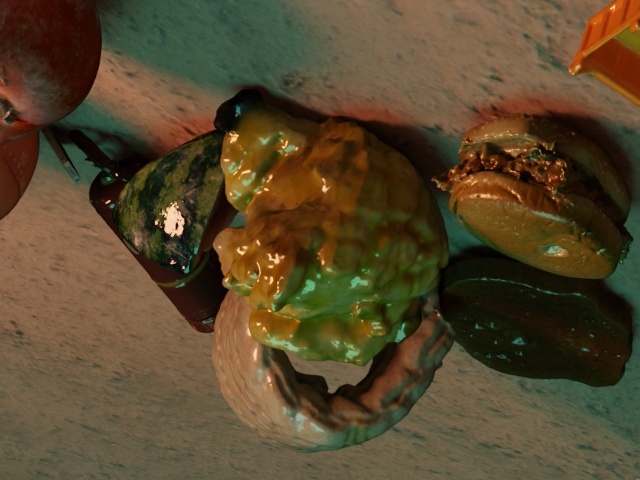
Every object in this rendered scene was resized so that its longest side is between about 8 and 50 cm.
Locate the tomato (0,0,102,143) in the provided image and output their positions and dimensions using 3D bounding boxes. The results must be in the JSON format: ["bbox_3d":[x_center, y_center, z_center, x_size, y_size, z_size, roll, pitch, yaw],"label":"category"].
[{"bbox_3d":[-0.369,-0.231,1.507,0.270,0.227,0.270,2,162,1],"label":"tomato"}]

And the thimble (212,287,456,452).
[{"bbox_3d":[0.015,0.128,1.837,0.291,0.291,0.195,26,159,-10],"label":"thimble"}]

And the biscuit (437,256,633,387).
[{"bbox_3d":[0.280,0.104,1.848,0.257,0.049,0.273,6,151,21],"label":"biscuit"}]

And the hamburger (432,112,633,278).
[{"bbox_3d":[0.244,-0.043,1.530,0.189,0.122,0.215,-1,150,48],"label":"hamburger"}]

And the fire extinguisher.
[{"bbox_3d":[-0.228,-0.019,1.935,0.141,0.105,0.341,22,154,47],"label":"fire extinguisher"}]

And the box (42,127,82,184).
[{"bbox_3d":[-0.344,-0.114,1.881,0.083,0.012,0.046,55,177,39],"label":"box"}]

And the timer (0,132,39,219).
[{"bbox_3d":[-0.479,-0.121,1.808,0.230,0.215,0.229,15,146,10],"label":"timer"}]

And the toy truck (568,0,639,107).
[{"bbox_3d":[0.364,-0.137,1.252,0.270,0.135,0.114,30,151,-16],"label":"toy truck"}]

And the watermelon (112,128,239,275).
[{"bbox_3d":[-0.162,-0.072,1.777,0.136,0.207,0.202,35,-168,-2],"label":"watermelon"}]

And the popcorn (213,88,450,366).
[{"bbox_3d":[0.004,0.004,1.638,0.293,0.293,0.237,7,155,26],"label":"popcorn"}]
